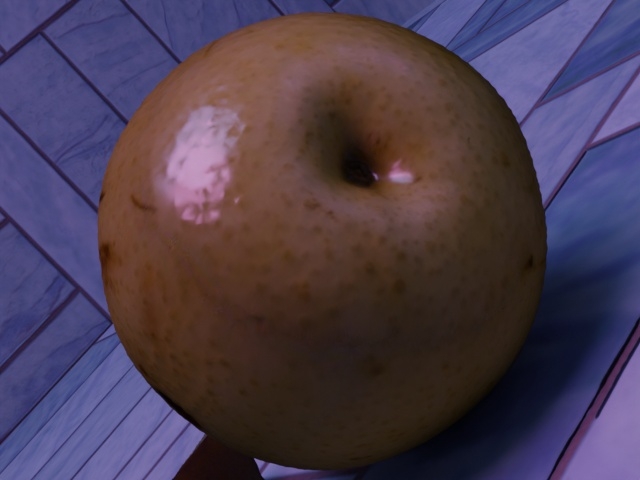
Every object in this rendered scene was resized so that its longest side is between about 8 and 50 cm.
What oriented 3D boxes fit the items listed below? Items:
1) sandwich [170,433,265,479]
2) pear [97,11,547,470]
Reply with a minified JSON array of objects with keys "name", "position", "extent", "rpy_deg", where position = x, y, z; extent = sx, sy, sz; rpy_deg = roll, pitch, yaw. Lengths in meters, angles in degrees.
[{"name":"sandwich","position":[-0.103,0.235,0.902],"extent":[0.094,0.096,0.258],"rpy_deg":[-42,0,19]},{"name":"pear","position":[0.000,0.000,0.834],"extent":[0.348,0.348,0.348],"rpy_deg":[-41,11,10]}]
